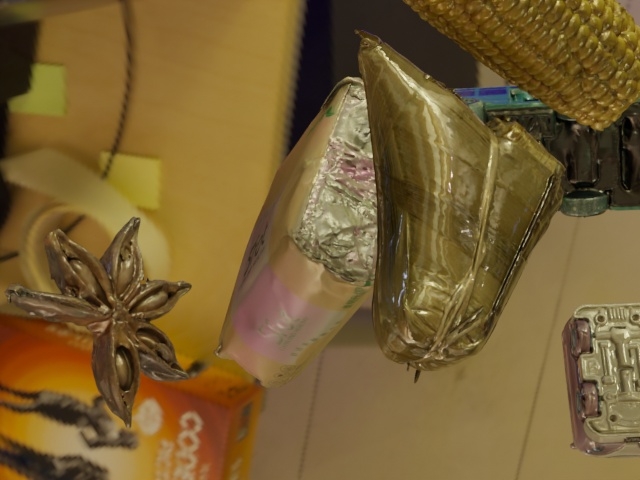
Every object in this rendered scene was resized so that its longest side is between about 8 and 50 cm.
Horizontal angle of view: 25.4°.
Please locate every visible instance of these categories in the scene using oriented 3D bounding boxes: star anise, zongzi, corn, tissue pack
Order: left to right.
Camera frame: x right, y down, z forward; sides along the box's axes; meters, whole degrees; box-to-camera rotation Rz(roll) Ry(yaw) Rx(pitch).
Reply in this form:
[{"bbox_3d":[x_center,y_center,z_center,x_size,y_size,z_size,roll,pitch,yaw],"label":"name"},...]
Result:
[{"bbox_3d":[-0.205,0.070,1.413,0.063,0.172,0.208,-19,117,48],"label":"star anise"},{"bbox_3d":[0.000,0.000,1.372,0.123,0.215,0.257,23,147,-6],"label":"tissue pack"},{"bbox_3d":[0.064,-0.027,0.994,0.197,0.194,0.099,38,153,-21],"label":"zongzi"},{"bbox_3d":[0.123,-0.186,1.023,0.318,0.115,0.115,35,123,-28],"label":"corn"}]

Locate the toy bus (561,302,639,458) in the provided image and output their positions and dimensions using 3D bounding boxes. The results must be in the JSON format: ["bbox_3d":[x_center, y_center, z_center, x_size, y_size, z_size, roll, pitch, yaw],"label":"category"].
[{"bbox_3d":[0.408,0.198,1.936,0.142,0.202,0.142,-1,150,-1],"label":"toy bus"}]

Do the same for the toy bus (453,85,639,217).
[{"bbox_3d":[0.216,-0.095,1.439,0.256,0.147,0.128,-2,106,7],"label":"toy bus"}]
